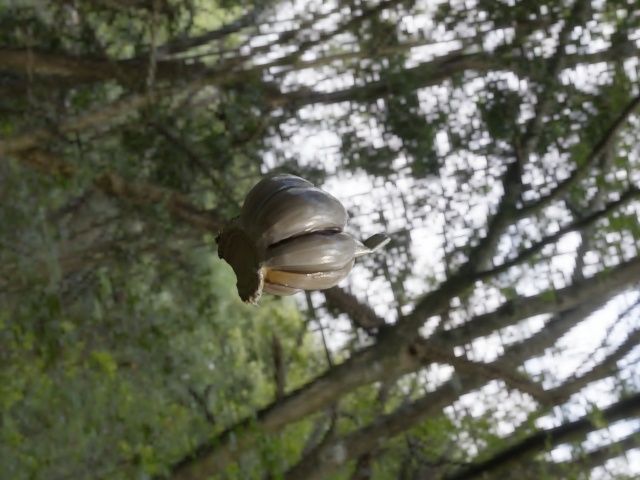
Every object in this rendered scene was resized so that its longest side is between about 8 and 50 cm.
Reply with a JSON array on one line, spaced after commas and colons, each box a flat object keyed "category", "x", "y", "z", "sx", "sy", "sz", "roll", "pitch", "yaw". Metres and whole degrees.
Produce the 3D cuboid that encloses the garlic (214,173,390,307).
[{"category": "garlic", "x": 0.000, "y": 0.000, "z": 1.268, "sx": 0.131, "sy": 0.194, "sz": 0.127, "roll": 58, "pitch": -46, "yaw": 43}]
